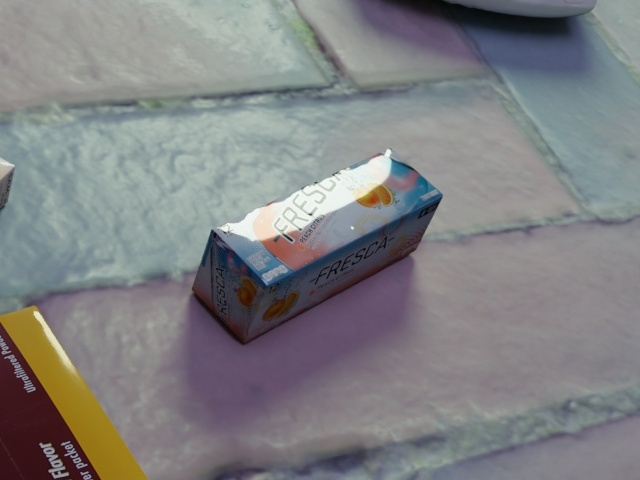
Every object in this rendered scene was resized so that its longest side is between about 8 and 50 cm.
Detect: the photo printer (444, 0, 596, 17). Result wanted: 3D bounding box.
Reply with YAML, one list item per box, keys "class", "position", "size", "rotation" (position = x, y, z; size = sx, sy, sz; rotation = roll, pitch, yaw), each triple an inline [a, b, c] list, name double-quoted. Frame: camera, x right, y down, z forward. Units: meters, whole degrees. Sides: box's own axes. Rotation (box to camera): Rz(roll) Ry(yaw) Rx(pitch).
- class: "photo printer"
  position: [0.144, -0.340, 1.285]
  size: [0.256, 0.107, 0.307]
  rotation: [10, 43, -15]

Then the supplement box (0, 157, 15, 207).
- class: "supplement box"
  position: [-0.251, -0.026, 0.840]
  size: [0.062, 0.036, 0.098]
  rotation: [29, 42, 5]

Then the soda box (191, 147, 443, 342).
- class: "soda box"
  position: [0.000, 0.000, 0.905]
  size: [0.058, 0.063, 0.183]
  rotation: [44, 46, 21]

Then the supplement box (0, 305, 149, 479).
- class: "supplement box"
  position: [-0.193, 0.158, 0.561]
  size: [0.194, 0.191, 0.129]
  rotation: [-17, 55, -35]
